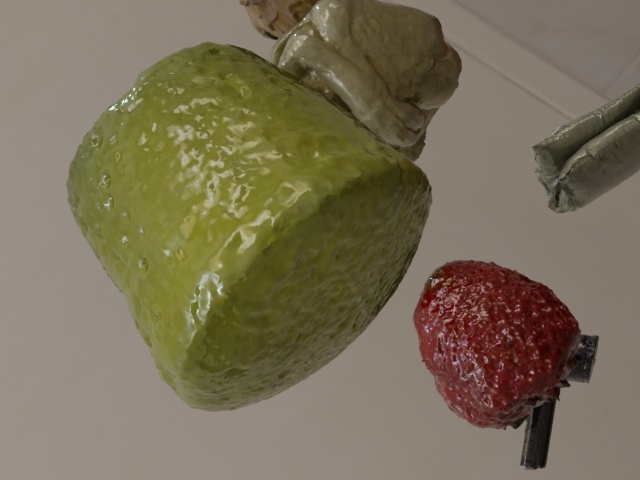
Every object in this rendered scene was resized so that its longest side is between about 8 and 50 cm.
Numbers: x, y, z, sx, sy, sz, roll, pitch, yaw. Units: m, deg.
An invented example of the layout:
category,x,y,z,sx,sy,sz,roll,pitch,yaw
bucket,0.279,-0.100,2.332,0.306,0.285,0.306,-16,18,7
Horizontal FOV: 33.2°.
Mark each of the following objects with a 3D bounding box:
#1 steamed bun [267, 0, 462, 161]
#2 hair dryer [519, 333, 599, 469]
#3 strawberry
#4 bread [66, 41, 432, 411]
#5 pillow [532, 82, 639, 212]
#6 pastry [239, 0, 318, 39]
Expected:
category,x,y,z,sx,sy,sz,roll,pitch,yaw
steamed bun,0.068,-0.222,1.708,0.325,0.230,0.372,-14,-17,-6
hair dryer,0.386,0.284,1.917,0.089,0.197,0.251,41,-125,-71
strawberry,0.267,0.154,1.708,0.257,0.277,0.257,-48,8,9
bread,-0.080,-0.015,1.148,0.348,0.308,0.348,-33,-30,-22
pillow,0.363,-0.116,1.370,0.181,0.077,0.134,-32,-33,-4
pastry,-0.022,-0.481,1.731,0.184,0.284,0.315,37,-92,-26
